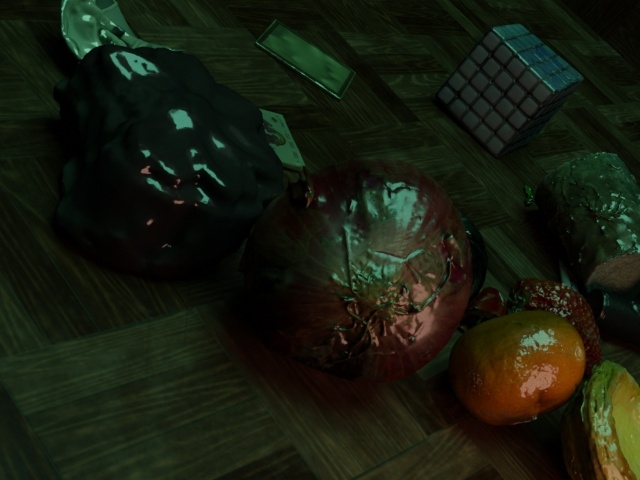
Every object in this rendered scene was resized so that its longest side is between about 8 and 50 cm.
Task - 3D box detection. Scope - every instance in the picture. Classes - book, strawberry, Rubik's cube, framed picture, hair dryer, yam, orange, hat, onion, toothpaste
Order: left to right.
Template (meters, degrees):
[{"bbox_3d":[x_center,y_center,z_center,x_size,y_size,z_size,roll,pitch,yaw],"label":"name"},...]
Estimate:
[{"bbox_3d":[-0.374,-0.357,1.758,0.219,0.164,0.226,37,-7,1],"label":"hat"},{"bbox_3d":[-0.149,-0.210,1.824,0.232,0.022,0.162,10,41,-33],"label":"book"},{"bbox_3d":[-0.031,-0.416,2.202,0.231,0.010,0.173,33,33,-4],"label":"framed picture"},{"bbox_3d":[0.055,0.039,1.414,0.354,0.353,0.353,24,35,-18],"label":"onion"},{"bbox_3d":[0.476,-0.380,2.419,0.237,0.238,0.237,46,33,11],"label":"Rubik's cube"},{"bbox_3d":[0.321,0.207,1.557,0.224,0.224,0.170,1,67,-42],"label":"orange"},{"bbox_3d":[0.461,0.145,1.835,0.236,0.106,0.175,27,23,-38],"label":"strawberry"},{"bbox_3d":[0.530,0.109,2.046,0.052,0.033,0.218,37,28,-10],"label":"toothpaste"},{"bbox_3d":[0.631,-0.025,2.145,0.241,0.241,0.348,16,39,-29],"label":"yam"},{"bbox_3d":[0.679,0.103,1.991,0.197,0.251,0.089,20,26,-21],"label":"hair dryer"}]

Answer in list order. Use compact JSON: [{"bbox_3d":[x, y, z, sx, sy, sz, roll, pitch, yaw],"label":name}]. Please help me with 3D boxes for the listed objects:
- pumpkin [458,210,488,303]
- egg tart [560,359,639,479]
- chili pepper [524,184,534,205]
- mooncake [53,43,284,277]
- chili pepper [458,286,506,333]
[{"bbox_3d":[0.190,0.027,1.712,0.221,0.162,0.220,15,35,-11],"label":"pumpkin"},{"bbox_3d":[0.475,0.340,1.572,0.294,0.123,0.294,37,40,-40],"label":"egg tart"},{"bbox_3d":[0.499,-0.105,2.295,0.027,0.022,0.083,60,22,-26],"label":"chili pepper"},{"bbox_3d":[-0.234,-0.133,1.494,0.351,0.212,0.381,10,43,-45],"label":"mooncake"},{"bbox_3d":[0.309,0.126,1.799,0.088,0.065,0.169,18,23,11],"label":"chili pepper"}]
